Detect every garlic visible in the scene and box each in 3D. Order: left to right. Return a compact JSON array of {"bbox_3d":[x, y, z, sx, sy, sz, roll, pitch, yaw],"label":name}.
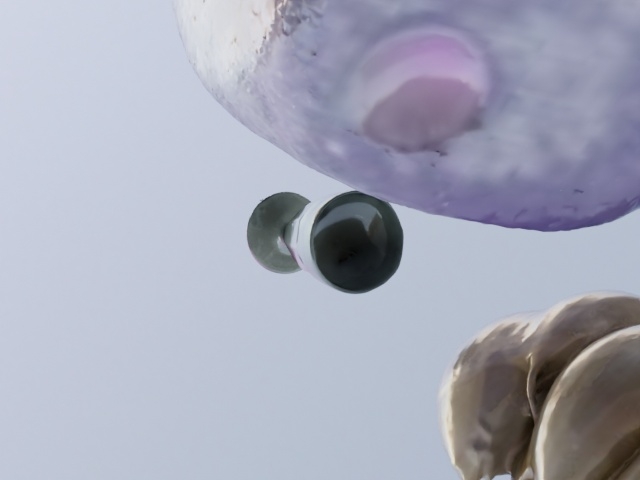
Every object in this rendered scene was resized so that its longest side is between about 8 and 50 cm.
[{"bbox_3d":[0.194,0.143,1.011,0.203,0.184,0.281,-15,-113,-39],"label":"garlic"}]

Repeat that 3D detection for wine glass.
[{"bbox_3d":[0.000,0.000,1.240,0.073,0.073,0.155,-31,-169,-17],"label":"wine glass"}]

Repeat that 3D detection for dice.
[{"bbox_3d":[0.088,-0.183,0.899,0.271,0.270,0.270,11,-149,-23],"label":"dice"}]
